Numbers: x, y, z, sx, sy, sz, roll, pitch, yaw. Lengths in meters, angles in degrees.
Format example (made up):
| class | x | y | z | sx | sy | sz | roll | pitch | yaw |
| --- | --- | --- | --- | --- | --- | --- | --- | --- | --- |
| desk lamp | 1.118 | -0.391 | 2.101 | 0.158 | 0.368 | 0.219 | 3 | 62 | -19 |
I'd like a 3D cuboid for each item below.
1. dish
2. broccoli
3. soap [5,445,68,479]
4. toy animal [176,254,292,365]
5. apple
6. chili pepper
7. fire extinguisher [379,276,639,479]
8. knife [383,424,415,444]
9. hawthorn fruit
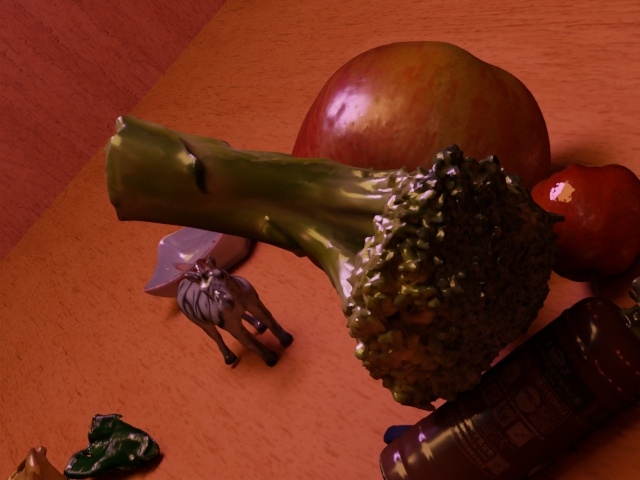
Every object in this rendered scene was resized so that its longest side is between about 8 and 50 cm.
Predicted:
| class | x | y | z | sx | sy | sz | roll | pitch | yaw |
| --- | --- | --- | --- | --- | --- | --- | --- | --- | --- |
| dish | -0.188 | 0.013 | 2.190 | 0.212 | 0.077 | 0.151 | -36 | 26 | 28 |
| broccoli | 0.020 | -0.008 | 1.161 | 0.353 | 0.397 | 0.275 | -24 | 42 | 54 |
| soap | -0.428 | 0.476 | 1.728 | 0.335 | 0.156 | 0.293 | -47 | 24 | 1 |
| toy animal | -0.114 | 0.097 | 1.781 | 0.090 | 0.170 | 0.255 | -49 | 3 | -20 |
| apple | 0.116 | -0.090 | 1.508 | 0.301 | 0.301 | 0.301 | -40 | 22 | 20 |
| chili pepper | -0.301 | 0.308 | 1.912 | 0.216 | 0.062 | 0.108 | -13 | 46 | 55 |
| fire extinguisher | 0.218 | 0.144 | 1.164 | 0.344 | 0.102 | 0.138 | -39 | 55 | 18 |
| knife | 0.099 | 0.202 | 1.382 | 0.121 | 0.018 | 0.031 | -12 | 48 | 58 |
| hawthorn fruit | 0.263 | -0.015 | 1.309 | 0.125 | 0.125 | 0.140 | -16 | 35 | 54 |
